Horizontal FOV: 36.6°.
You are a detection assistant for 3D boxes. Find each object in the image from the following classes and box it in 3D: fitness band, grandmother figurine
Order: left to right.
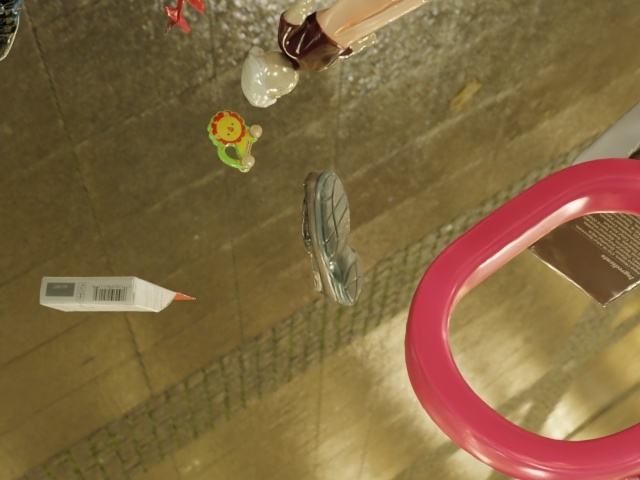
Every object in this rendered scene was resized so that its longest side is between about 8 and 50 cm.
[{"bbox_3d":[0.015,-0.313,1.450,0.342,0.104,0.208,-32,148,23],"label":"grandmother figurine"},{"bbox_3d":[0.196,0.053,0.685,0.291,0.209,0.054,-32,151,-24],"label":"fitness band"}]

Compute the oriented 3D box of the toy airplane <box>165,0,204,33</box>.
[{"bbox_3d":[-0.251,-0.436,1.730,0.028,0.151,0.151,-2,174,32],"label":"toy airplane"}]

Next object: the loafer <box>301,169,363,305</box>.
[{"bbox_3d":[0.000,0.000,1.533,0.096,0.084,0.267,-57,146,-38],"label":"loafer"}]

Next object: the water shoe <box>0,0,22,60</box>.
[{"bbox_3d":[-0.352,-0.269,1.030,0.073,0.080,0.203,2,130,-23],"label":"water shoe"}]

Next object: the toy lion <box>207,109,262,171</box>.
[{"bbox_3d":[-0.160,-0.184,1.752,0.096,0.100,0.034,18,159,-15],"label":"toy lion"}]

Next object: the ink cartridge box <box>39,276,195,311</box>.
[{"bbox_3d":[-0.359,0.110,1.744,0.189,0.066,0.232,-1,162,20],"label":"ink cartridge box"}]

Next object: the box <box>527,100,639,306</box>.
[{"bbox_3d":[0.417,-0.095,1.114,0.191,0.143,0.381,-54,180,-34],"label":"box"}]
